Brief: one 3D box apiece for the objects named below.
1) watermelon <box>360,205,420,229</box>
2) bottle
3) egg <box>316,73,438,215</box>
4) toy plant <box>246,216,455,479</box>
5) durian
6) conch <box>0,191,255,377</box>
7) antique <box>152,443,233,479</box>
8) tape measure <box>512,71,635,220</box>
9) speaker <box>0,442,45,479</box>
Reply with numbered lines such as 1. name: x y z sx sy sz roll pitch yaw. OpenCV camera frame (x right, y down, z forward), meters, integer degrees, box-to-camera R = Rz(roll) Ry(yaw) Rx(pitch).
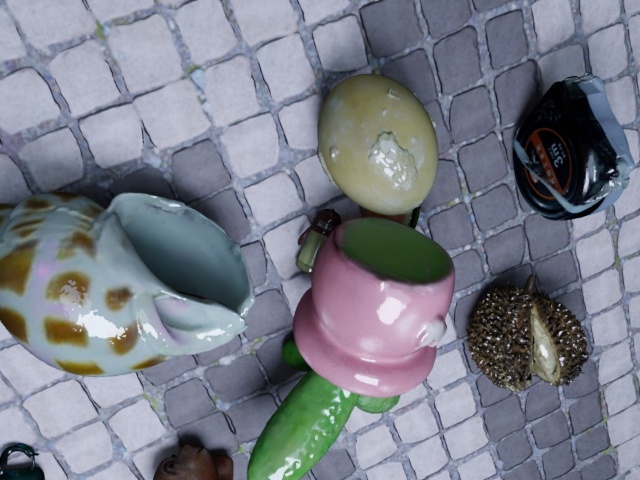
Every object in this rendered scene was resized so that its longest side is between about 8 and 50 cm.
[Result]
1. watermelon: 0.114 -0.027 0.899 0.086 0.069 0.164 16 101 -21
2. bottle: 0.001 0.000 0.892 0.063 0.047 0.101 8 105 -62
3. egg: 0.078 -0.128 0.809 0.164 0.164 0.202 -33 110 -3
4. toy plant: 0.038 0.155 0.832 0.317 0.210 0.356 -22 144 -46
5. durian: 0.342 0.152 0.980 0.195 0.167 0.196 -1 92 -21
6. conch: -0.279 0.040 0.746 0.368 0.197 0.250 38 58 -19
7. antique: -0.213 0.444 0.940 0.143 0.121 0.257 9 112 -9
8. tape measure: 0.372 -0.123 0.883 0.107 0.181 0.182 -13 75 -15
9. speaker: -0.448 0.353 0.869 0.075 0.060 0.095 -2 108 -17
